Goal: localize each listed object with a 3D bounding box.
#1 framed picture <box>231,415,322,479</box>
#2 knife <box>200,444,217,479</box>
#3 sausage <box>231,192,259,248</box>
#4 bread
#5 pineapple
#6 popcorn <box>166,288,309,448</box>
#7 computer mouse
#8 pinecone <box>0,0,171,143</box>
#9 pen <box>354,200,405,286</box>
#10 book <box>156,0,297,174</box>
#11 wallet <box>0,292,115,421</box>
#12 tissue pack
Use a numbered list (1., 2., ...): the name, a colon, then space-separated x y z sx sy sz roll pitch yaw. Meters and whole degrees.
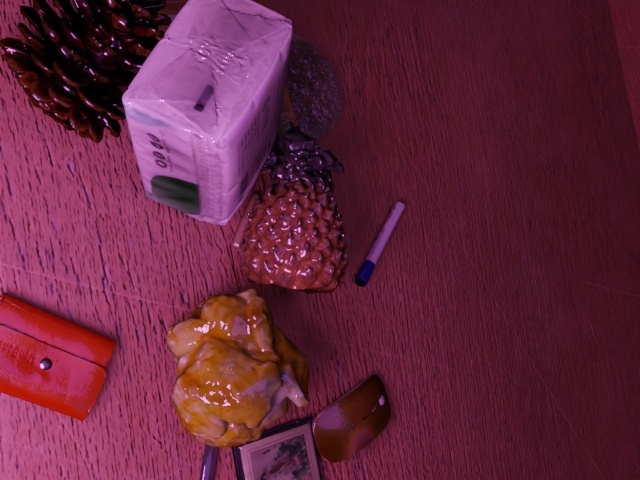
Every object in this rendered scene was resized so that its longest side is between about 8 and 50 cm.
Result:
1. framed picture: -0.078 0.476 1.328 0.195 0.010 0.200 -9 87 -35
2. knife: -0.207 0.354 1.252 0.035 0.018 0.248 17 67 -33
3. sausage: -0.155 -0.043 1.377 0.024 0.024 0.132 35 60 -31
4. bread: -0.049 -0.356 1.528 0.266 0.040 0.267 10 75 -40
5. pineapple: -0.040 -0.075 1.341 0.222 0.222 0.358 12 81 -40
6. popcorn: -0.157 0.229 1.176 0.276 0.225 0.276 53 19 -27
7. computer mouse: 0.078 0.392 1.472 0.245 0.056 0.126 -24 97 -43
8. pinecone: -0.364 -0.312 1.078 0.246 0.292 0.246 40 17 -14
9. pen: 0.151 0.003 1.634 0.033 0.033 0.269 47 54 -24
10. book: -0.186 -0.316 1.378 0.262 0.028 0.374 -16 92 -33
11. wallet: -0.442 0.188 1.056 0.204 0.045 0.142 33 61 -32
12. tissue pack: -0.185 -0.211 1.136 0.193 0.356 0.266 26 68 2
